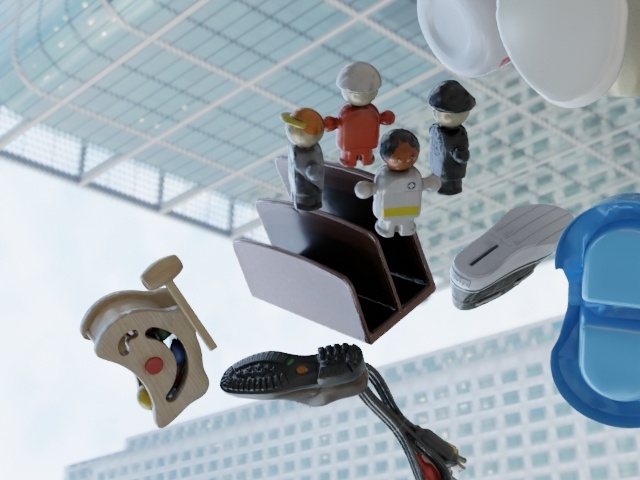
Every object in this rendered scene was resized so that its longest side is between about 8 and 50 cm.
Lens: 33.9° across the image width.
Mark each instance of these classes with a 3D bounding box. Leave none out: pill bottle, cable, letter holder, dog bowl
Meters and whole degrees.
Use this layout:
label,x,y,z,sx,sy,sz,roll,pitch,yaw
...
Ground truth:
label,x,y,z,sx,sy,sz,roll,pitch,yaw
pill bottle,0.320,-0.387,1.620,0.323,0.181,0.181,-28,-86,-23
cable,0.139,0.338,1.787,0.287,0.072,0.139,40,-138,-9
letter holder,0.000,0.000,1.638,0.152,0.302,0.214,-37,-57,-27
dog bowl,0.365,0.079,1.251,0.074,0.166,0.297,-47,-42,-58

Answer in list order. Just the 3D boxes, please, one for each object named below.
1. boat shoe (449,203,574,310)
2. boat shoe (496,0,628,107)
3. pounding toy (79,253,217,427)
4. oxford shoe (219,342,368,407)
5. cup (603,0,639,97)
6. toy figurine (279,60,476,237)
label,x,y,z,sx,sy,sz,roll,pitch,yaw
boat shoe,0.372,0.030,2.096,0.335,0.119,0.121,-25,-126,-30
boat shoe,0.122,-0.145,0.549,0.063,0.066,0.184,21,-135,-49
pounding toy,-0.246,0.162,1.524,0.154,0.155,0.269,-23,-57,-22
oxford shoe,-0.038,0.216,1.559,0.083,0.227,0.096,-79,-23,-43
cup,0.575,-0.378,1.907,0.331,0.331,0.237,-8,-77,-47
toy figurine,0.071,-0.121,1.309,0.209,0.213,0.148,-38,-41,-45
